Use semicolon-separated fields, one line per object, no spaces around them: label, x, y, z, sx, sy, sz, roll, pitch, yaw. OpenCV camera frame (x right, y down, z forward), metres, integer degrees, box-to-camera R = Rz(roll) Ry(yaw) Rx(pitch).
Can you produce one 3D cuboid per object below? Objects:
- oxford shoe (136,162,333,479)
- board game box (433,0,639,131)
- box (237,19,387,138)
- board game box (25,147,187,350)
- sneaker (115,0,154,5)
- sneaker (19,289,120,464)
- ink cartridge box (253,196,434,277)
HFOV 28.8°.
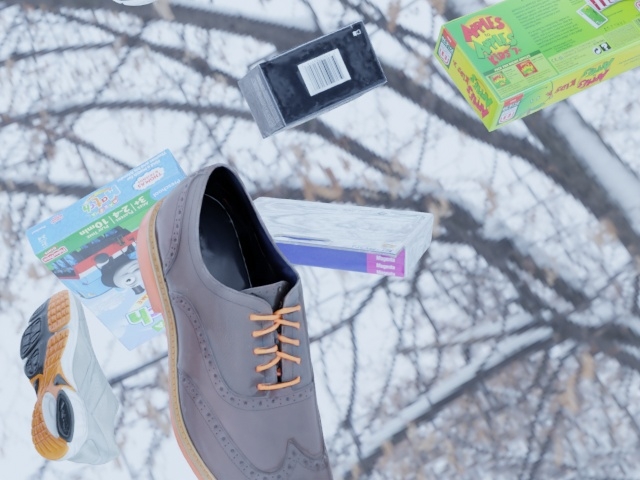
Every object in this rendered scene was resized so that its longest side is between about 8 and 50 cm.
oxford shoe;-0.049;0.078;0.834;0.096;0.271;0.098;-14;-16;-34
board game box;0.200;-0.171;1.078;0.181;0.092;0.043;-24;-25;-18
box;-0.013;-0.215;1.690;0.156;0.093;0.158;-25;5;-13
board game box;-0.175;0.016;1.265;0.160;0.039;0.211;-30;-35;1
sneaker;-0.068;-0.281;1.022;0.235;0.094;0.153;-24;-2;-39
sneaker;-0.335;0.194;1.712;0.099;0.263;0.121;-28;-37;25
ink cartridge box;0.000;0.000;2.061;0.324;0.072;0.330;7;15;14
